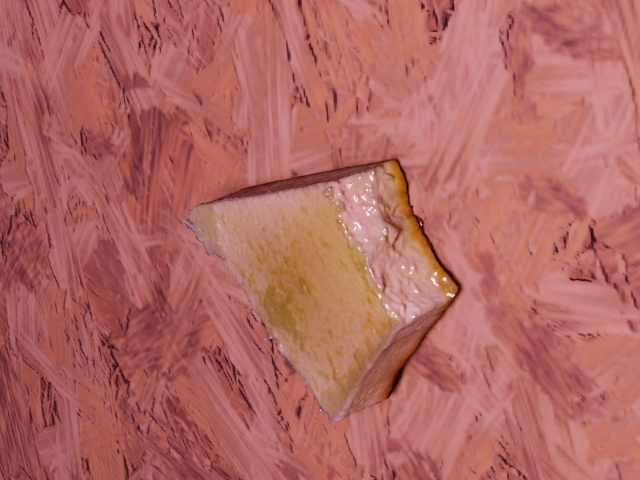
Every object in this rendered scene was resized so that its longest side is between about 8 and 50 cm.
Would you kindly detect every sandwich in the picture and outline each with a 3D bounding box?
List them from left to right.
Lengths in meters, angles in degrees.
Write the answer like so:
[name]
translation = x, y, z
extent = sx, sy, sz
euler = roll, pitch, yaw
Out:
[sandwich]
translation = 0.000, 0.000, 0.952
extent = 0.193, 0.058, 0.162
euler = 52, 138, 22
